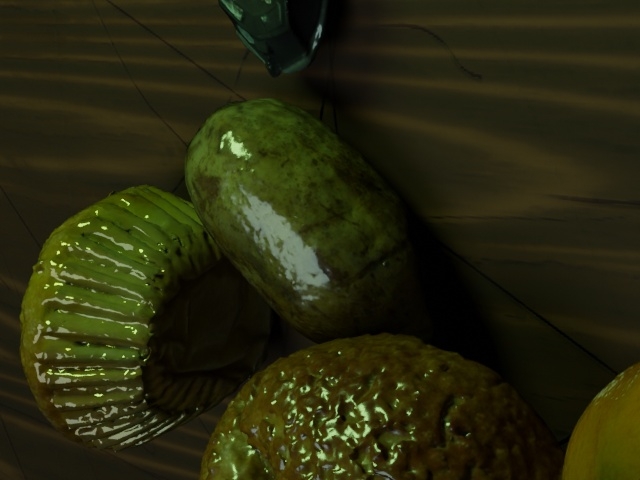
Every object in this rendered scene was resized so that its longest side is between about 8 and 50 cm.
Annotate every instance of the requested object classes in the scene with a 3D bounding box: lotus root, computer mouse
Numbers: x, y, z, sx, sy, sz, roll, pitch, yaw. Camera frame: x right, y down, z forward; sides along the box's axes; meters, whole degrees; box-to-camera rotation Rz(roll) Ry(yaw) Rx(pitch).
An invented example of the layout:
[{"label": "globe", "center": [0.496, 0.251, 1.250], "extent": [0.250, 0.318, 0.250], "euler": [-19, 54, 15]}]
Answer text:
[{"label": "lotus root", "center": [0.000, 0.000, 1.413], "extent": [0.260, 0.128, 0.145], "euler": [50, 157, 7]}, {"label": "computer mouse", "center": [-0.038, -0.212, 1.348], "extent": [0.105, 0.062, 0.192], "euler": [25, 141, 37]}]

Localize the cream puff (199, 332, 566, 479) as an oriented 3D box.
[{"label": "cream puff", "center": [0.040, 0.215, 1.340], "extent": [0.303, 0.212, 0.303], "euler": [25, 141, 22]}]

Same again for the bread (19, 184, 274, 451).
[{"label": "bread", "center": [-0.151, 0.071, 1.575], "extent": [0.139, 0.240, 0.240], "euler": [12, 127, 33]}]

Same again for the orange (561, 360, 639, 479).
[{"label": "orange", "center": [0.260, 0.184, 1.189], "extent": [0.240, 0.171, 0.240], "euler": [32, 140, 32]}]
